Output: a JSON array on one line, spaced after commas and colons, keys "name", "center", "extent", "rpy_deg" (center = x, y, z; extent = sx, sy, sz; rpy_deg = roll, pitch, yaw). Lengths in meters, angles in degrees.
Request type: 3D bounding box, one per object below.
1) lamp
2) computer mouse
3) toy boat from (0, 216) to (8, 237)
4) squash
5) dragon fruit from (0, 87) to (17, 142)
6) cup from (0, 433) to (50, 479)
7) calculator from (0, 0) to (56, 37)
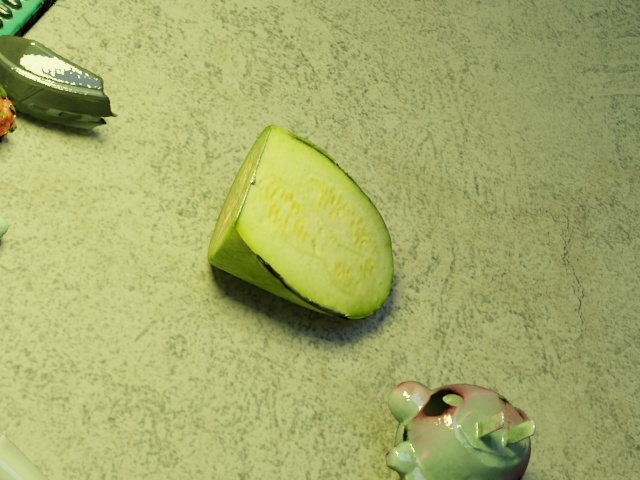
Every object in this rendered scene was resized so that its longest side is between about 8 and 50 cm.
[{"name": "lamp", "center": [0.215, 0.348, 1.685], "extent": [0.247, 0.247, 0.301], "rpy_deg": [16, 58, -20]}, {"name": "computer mouse", "center": [-0.422, -0.226, 1.759], "extent": [0.231, 0.126, 0.071], "rpy_deg": [28, 57, -17]}, {"name": "toy boat", "center": [-0.525, -0.051, 1.554], "extent": [0.227, 0.085, 0.155], "rpy_deg": [-6, 75, -46]}, {"name": "squash", "center": [0.000, 0.000, 1.814], "extent": [0.308, 0.210, 0.234], "rpy_deg": [25, 62, -11]}, {"name": "dragon fruit", "center": [-0.496, -0.191, 1.708], "extent": [0.086, 0.081, 0.116], "rpy_deg": [-9, 40, -40]}, {"name": "cup", "center": [-0.390, 0.312, 1.427], "extent": [0.116, 0.074, 0.104], "rpy_deg": [43, 69, -6]}, {"name": "calculator", "center": [-0.556, -0.437, 1.861], "extent": [0.248, 0.058, 0.274], "rpy_deg": [34, 46, -8]}]
